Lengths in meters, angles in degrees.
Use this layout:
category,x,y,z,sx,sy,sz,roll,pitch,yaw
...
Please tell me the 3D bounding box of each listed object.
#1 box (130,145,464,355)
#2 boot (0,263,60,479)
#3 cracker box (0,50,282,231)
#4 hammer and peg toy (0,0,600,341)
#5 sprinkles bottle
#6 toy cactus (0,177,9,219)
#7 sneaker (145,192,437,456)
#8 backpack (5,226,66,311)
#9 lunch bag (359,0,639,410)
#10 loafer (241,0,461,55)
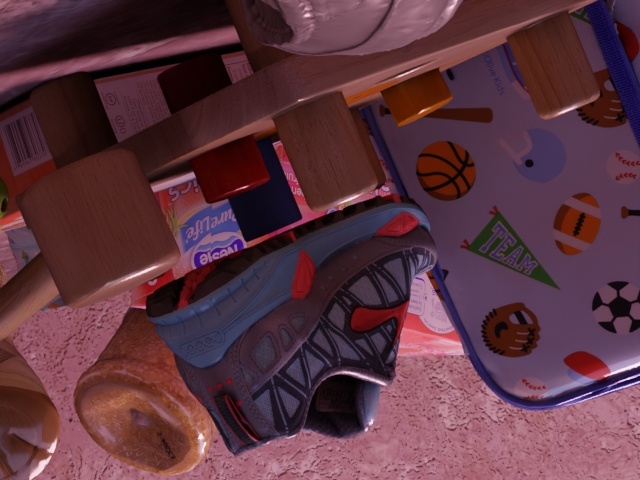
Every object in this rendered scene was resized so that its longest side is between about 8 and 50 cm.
category,x,y,z,sx,sy,sz,roll,pitch,yaw
box,0.000,0.000,1.541,0.142,0.154,0.300,-5,168,35
boot,-0.289,0.047,1.109,0.262,0.095,0.203,9,-154,-22
cracker box,-0.129,-0.065,1.282,0.156,0.067,0.232,-20,178,42
hammer and peg toy,-0.047,-0.064,1.038,0.361,0.127,0.266,-23,-179,-41
sprinkles bottle,-0.079,0.036,1.660,0.121,0.121,0.355,-21,-153,41
toy cactus,-0.233,0.004,0.971,0.219,0.112,0.180,-11,144,19
sneaker,-0.004,0.055,1.142,0.104,0.125,0.262,-21,-179,33
backpack,-0.176,-0.015,1.581,0.182,0.115,0.152,-17,-177,34
lunch bag,0.170,-0.057,1.260,0.243,0.303,0.115,-19,-168,22
loafer,-0.009,-0.115,0.509,0.111,0.112,0.319,-14,170,-8
